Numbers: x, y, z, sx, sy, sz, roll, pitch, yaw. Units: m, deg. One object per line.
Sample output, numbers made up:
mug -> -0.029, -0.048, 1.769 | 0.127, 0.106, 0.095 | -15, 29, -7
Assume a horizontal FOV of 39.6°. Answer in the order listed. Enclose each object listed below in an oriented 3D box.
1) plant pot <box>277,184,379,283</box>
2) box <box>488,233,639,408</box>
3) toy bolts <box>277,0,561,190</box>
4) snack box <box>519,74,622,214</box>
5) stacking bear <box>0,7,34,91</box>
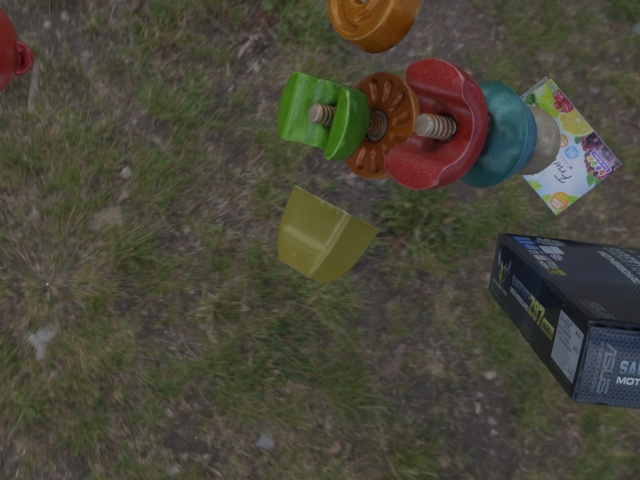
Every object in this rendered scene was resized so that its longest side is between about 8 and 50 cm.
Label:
plant pot -> 0.000, 0.000, 0.980 | 0.081, 0.081, 0.083 | 28, 92, 30
box -> 0.242, 0.056, 0.657 | 0.184, 0.232, 0.059 | 7, 105, -4
toy bolts -> 0.104, -0.136, 0.774 | 0.159, 0.228, 0.218 | 3, 112, -39
snack box -> 0.283, -0.116, 1.089 | 0.100, 0.037, 0.141 | -40, 100, 18
stacking bear -> -0.410, -0.130, 0.833 | 0.289, 0.164, 0.175 | -32, 101, 11
